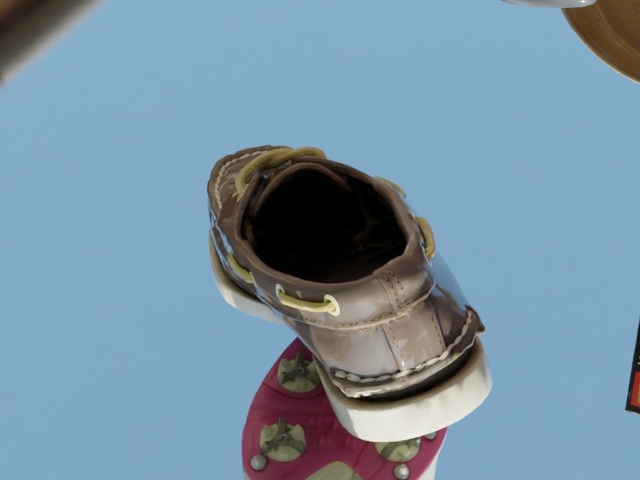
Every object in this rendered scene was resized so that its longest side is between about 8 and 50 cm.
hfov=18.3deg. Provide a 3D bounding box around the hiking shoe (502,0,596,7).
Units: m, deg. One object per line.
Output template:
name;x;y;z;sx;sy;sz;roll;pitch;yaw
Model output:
hiking shoe;0.112;-0.166;0.523;0.227;0.114;0.086;-41;-148;3

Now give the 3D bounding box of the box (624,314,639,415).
box;0.250;0.010;0.916;0.233;0.159;0.044;6;-175;-35

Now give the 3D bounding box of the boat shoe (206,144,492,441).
boat shoe;0.000;0.000;1.127;0.116;0.097;0.324;-24;-153;-8

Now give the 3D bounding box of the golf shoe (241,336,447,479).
golf shoe;0.004;0.175;1.111;0.115;0.140;0.306;10;-131;5

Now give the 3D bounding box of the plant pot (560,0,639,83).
plant pot;0.262;-0.194;1.257;0.236;0.032;0.236;-6;-110;17
